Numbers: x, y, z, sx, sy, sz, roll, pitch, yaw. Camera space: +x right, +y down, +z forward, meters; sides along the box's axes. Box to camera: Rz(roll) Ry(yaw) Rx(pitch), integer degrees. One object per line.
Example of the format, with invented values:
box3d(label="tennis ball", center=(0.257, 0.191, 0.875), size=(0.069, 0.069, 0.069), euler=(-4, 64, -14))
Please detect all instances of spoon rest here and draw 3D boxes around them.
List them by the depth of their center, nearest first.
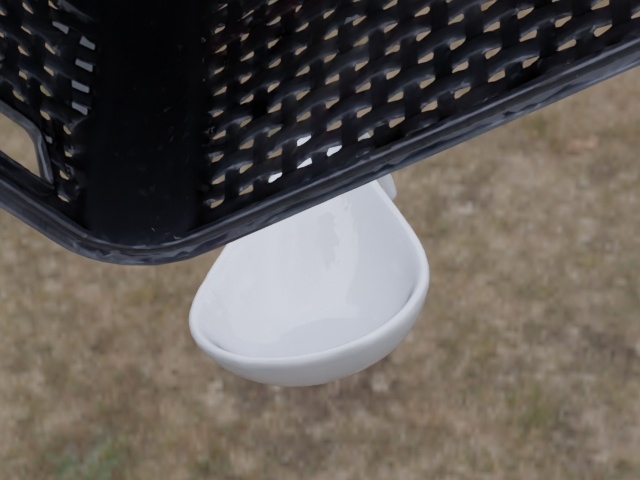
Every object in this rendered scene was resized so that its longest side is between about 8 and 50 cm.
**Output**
box3d(label="spoon rest", center=(0.000, 0.000, 1.051), size=(0.137, 0.084, 0.276), euler=(-10, 24, 11))

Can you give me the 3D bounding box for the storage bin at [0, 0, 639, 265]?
box3d(label="storage bin", center=(-0.009, -0.079, 0.346), size=(0.180, 0.122, 0.084), euler=(-22, 52, 30))
